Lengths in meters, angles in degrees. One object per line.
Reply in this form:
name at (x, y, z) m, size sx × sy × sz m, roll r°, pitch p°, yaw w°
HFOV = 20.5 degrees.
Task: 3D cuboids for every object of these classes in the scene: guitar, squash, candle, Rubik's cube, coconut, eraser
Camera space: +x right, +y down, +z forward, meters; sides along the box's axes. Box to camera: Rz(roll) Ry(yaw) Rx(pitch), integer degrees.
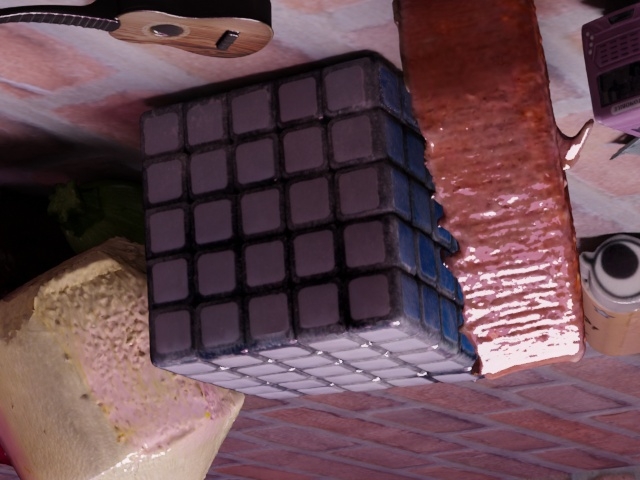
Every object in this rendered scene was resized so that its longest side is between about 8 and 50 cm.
guitar at (-0.167, -0.166, 1.280) m, size 0.271 × 0.038 × 0.084 m, roll 1°, pitch 163°, yaw -20°
squash at (-0.138, 0.013, 1.797) m, size 0.107 × 0.107 × 0.395 m, roll -11°, pitch 160°, yaw 29°
candle at (0.145, -0.044, 1.323) m, size 0.131 × 0.287 × 0.317 m, roll -10°, pitch 160°, yaw 9°
Rubik's cube at (0.000, 0.000, 1.529) m, size 0.238 × 0.237 × 0.237 m, roll -10°, pitch 161°, yaw 24°
coconut at (-0.191, 0.136, 1.600) m, size 0.233 × 0.245 × 0.233 m, roll -31°, pitch -175°, yaw 3°
eraser at (0.388, 0.067, 2.081) m, size 0.171 × 0.087 × 0.290 m, roll -6°, pitch 164°, yaw 6°

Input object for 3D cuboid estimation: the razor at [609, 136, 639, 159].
razor at (0.314, 0.006, 1.589) m, size 0.068 × 0.232 × 0.106 m, roll 6°, pitch 162°, yaw -14°

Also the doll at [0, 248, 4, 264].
doll at (-0.473, 0.030, 1.612) m, size 0.349 × 0.247 × 0.247 m, roll -17°, pitch 163°, yaw 3°

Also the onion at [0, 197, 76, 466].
onion at (-0.313, 0.106, 1.848) m, size 0.281 × 0.260 × 0.337 m, roll -6°, pitch 164°, yaw -3°

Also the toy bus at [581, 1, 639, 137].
toy bus at (0.298, -0.121, 1.362) m, size 0.199 × 0.108 × 0.096 m, roll 12°, pitch 159°, yaw -40°
